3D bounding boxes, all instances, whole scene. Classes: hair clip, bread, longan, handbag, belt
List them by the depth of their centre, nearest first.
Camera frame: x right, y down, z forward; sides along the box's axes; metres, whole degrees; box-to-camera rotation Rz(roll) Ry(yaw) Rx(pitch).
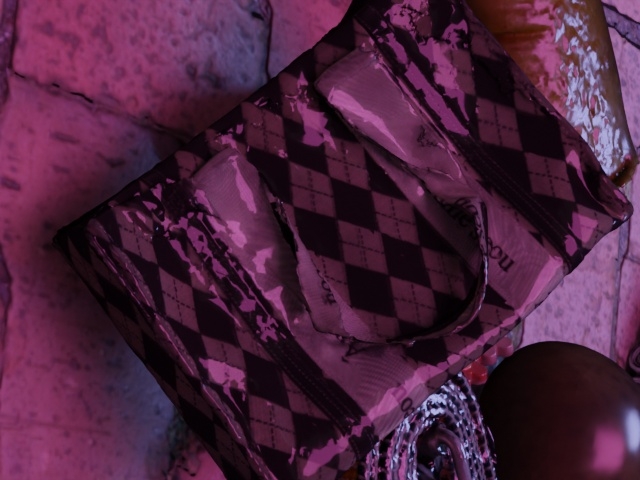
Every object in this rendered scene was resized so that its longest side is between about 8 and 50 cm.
[{"bbox_3d":[0.018,-0.019,1.398,0.416,0.180,0.317,-39,100,-19],"label":"handbag"},{"bbox_3d":[0.074,0.250,1.581,0.207,0.160,0.295,-20,104,-49],"label":"belt"},{"bbox_3d":[0.191,-0.183,1.711,0.251,0.208,0.376,-28,107,-52],"label":"bread"},{"bbox_3d":[0.152,0.131,1.759,0.214,0.062,0.056,-36,150,-48],"label":"hair clip"},{"bbox_3d":[0.256,0.218,1.783,0.196,0.196,0.220,35,64,-45],"label":"longan"}]

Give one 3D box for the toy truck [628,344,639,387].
[{"bbox_3d":[0.464,0.145,2.079,0.114,0.135,0.270,42,58,-41],"label":"toy truck"}]
